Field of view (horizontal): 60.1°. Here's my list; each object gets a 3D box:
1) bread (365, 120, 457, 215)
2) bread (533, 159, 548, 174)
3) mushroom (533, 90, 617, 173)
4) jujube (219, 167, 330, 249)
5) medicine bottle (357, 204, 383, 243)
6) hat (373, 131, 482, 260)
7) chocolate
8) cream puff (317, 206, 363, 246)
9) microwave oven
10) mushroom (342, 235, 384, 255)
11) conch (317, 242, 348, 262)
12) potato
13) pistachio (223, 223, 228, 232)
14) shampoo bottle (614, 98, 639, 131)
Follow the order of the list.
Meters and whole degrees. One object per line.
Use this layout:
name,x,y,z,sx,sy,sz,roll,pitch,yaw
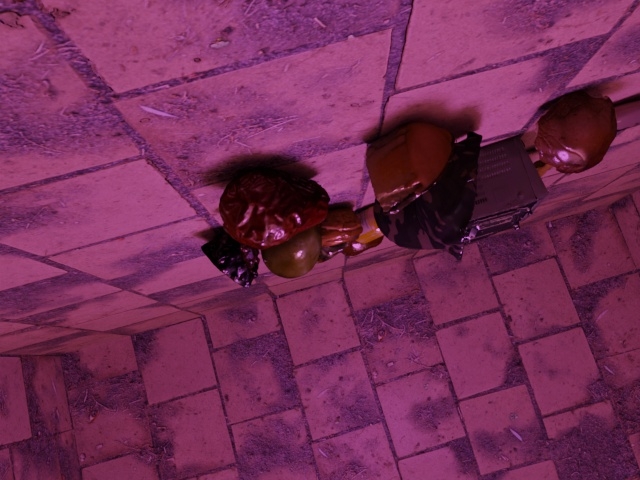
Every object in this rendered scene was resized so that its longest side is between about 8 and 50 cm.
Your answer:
bread,0.228,-0.209,1.387,0.204,0.162,0.262,-26,-152,36
bread,0.781,-0.273,1.941,0.188,0.065,0.149,-18,144,-56
mushroom,0.694,-0.298,1.605,0.233,0.207,0.302,30,167,-11
jujube,-0.110,-0.090,1.456,0.216,0.216,0.342,-24,178,35
medicine bottle,0.217,-0.076,2.076,0.122,0.121,0.213,-3,163,-46
hat,0.285,-0.134,1.564,0.382,0.366,0.257,-1,162,32
chocolate,-0.260,0.028,1.864,0.177,0.206,0.224,-47,180,5
cream puff,0.065,-0.051,1.967,0.189,0.129,0.189,-13,-176,1
microwave oven,0.570,-0.148,1.897,0.333,0.247,0.394,-19,168,9
mushroom,0.157,-0.007,2.275,0.232,0.138,0.194,-13,168,-10
conch,-0.001,0.000,2.143,0.182,0.187,0.124,27,174,-19
potato,-0.096,0.016,1.874,0.216,0.215,0.304,-10,160,-26
pistachio,-0.199,-0.063,1.647,0.186,0.108,0.126,-20,-167,-17
shampoo bottle,0.932,-0.380,1.697,0.257,0.078,0.127,-18,167,6
